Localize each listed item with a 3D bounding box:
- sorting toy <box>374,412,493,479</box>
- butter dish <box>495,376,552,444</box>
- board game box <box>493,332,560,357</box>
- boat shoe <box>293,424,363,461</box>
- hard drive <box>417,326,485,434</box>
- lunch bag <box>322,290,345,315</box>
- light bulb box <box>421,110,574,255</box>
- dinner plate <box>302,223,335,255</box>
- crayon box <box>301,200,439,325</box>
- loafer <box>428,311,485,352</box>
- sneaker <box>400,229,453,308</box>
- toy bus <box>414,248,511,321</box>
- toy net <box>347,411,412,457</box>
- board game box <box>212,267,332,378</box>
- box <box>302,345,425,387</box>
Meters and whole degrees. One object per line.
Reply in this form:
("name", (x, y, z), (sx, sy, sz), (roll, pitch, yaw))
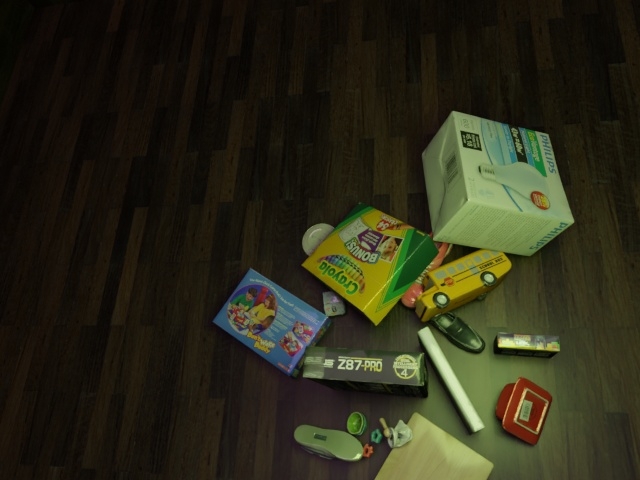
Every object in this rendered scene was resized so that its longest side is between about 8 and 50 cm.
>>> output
("sorting toy", (0.322, 0.687, 1.496), (0.255, 0.089, 0.257), (30, 78, 23))
("butter dish", (0.576, 0.489, 1.511), (0.160, 0.118, 0.160), (33, 75, -22))
("board game box", (0.617, 0.317, 1.552), (0.170, 0.141, 0.048), (1, 68, 13))
("boat shoe", (0.029, 0.635, 1.595), (0.227, 0.081, 0.079), (8, 50, 23))
("hard drive", (0.384, 0.420, 1.529), (0.040, 0.203, 0.307), (-28, 64, 1))
("lunch bag", (0.049, 0.217, 1.777), (0.071, 0.053, 0.083), (-9, 70, 13))
("light bulb box", (0.544, -0.173, 1.627), (0.361, 0.225, 0.358), (9, 58, -15))
("dinner plate", (0.000, 0.000, 1.900), (0.141, 0.017, 0.141), (-5, 66, 12))
("crayon box", (0.155, 0.061, 1.708), (0.313, 0.106, 0.363), (-47, 38, -8))
("loafer", (0.425, 0.280, 1.647), (0.223, 0.078, 0.076), (36, 80, 24))
("sneaker", (0.344, 0.075, 1.720), (0.116, 0.136, 0.314), (23, 75, 21))
("toy bus", (0.444, 0.135, 1.633), (0.332, 0.108, 0.130), (-21, 61, -16))
("toy net", (0.169, 0.587, 1.539), (0.232, 0.045, 0.122), (-14, 52, 46))
("board game box", (-0.169, 0.282, 1.787), (0.347, 0.078, 0.233), (30, 77, 22))
("box", (0.149, 0.388, 1.494), (0.318, 0.395, 0.097), (-1, 70, 14))
